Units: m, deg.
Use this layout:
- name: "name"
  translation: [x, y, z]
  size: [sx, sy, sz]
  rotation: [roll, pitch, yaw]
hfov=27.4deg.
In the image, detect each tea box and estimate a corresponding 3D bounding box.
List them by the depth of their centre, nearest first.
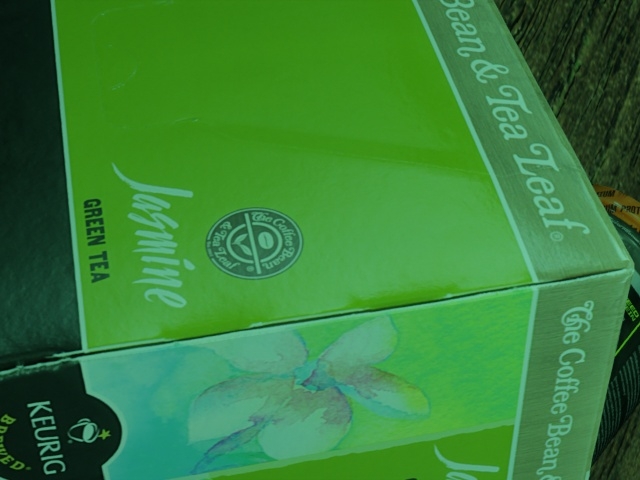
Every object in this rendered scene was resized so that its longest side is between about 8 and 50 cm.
- name: "tea box"
  translation: [-0.064, -0.001, 0.647]
  size: [0.323, 0.329, 0.220]
  rotation: [-9, 134, -6]

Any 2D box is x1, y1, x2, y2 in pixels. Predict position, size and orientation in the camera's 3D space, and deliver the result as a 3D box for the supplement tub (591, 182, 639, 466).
- name: "supplement tub"
  translation: [0.163, 0.106, 1.114]
  size: [0.338, 0.207, 0.207]
  rotation: [-42, 122, -35]
